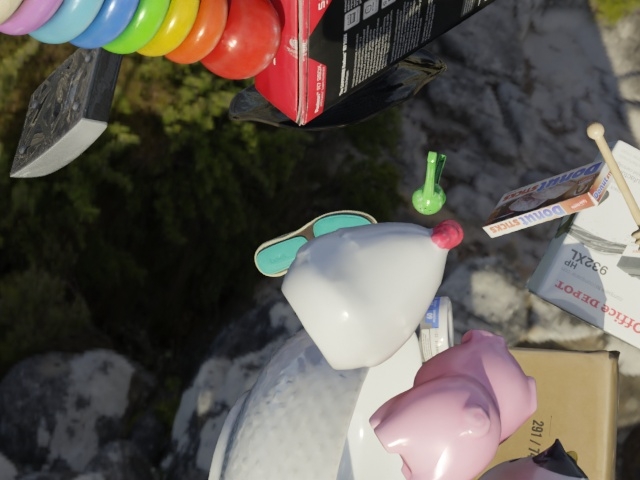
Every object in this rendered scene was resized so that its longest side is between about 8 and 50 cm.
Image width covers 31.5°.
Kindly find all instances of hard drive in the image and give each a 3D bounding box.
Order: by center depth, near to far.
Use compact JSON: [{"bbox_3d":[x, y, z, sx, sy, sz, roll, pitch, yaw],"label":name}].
[{"bbox_3d":[-0.379,-0.194,1.700,0.054,0.255,0.172,24,61,-30],"label":"hard drive"}]

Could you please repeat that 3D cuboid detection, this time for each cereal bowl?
[{"bbox_3d":[-0.011,0.228,1.044,0.141,0.339,0.339,7,44,17],"label":"cereal bowl"}]

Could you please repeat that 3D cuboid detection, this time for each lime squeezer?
[{"bbox_3d":[0.196,-0.103,2.049,0.059,0.109,0.310,-4,3,10],"label":"lime squeezer"}]

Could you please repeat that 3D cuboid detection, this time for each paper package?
[{"bbox_3d":[0.310,0.327,1.801,0.310,0.168,0.324,2,84,18],"label":"paper package"}]

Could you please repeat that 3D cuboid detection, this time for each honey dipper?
[{"bbox_3d":[0.322,-0.052,1.193,0.030,0.030,0.160,-24,89,-33],"label":"honey dipper"}]

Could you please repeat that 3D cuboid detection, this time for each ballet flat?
[{"bbox_3d":[0.000,0.000,1.991,0.248,0.086,0.086,-15,41,25],"label":"ballet flat"}]

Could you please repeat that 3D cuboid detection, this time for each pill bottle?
[{"bbox_3d":[0.085,0.105,1.339,0.137,0.078,0.078,-2,46,12],"label":"pill bottle"}]

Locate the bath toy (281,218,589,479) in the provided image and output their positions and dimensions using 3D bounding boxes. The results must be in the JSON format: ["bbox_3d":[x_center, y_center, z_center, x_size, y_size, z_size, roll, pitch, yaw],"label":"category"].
[{"bbox_3d":[0.110,0.129,0.778,0.129,0.151,0.348,-34,93,-2],"label":"bath toy"}]

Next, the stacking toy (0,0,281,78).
[{"bbox_3d":[-0.163,-0.220,1.015,0.330,0.141,0.141,10,41,-44],"label":"stacking toy"}]

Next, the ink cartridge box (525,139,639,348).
[{"bbox_3d":[0.539,0.009,2.007,0.223,0.307,0.129,28,3,1],"label":"ink cartridge box"}]

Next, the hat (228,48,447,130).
[{"bbox_3d":[0.013,-0.274,1.630,0.331,0.133,0.331,-12,24,5],"label":"hat"}]

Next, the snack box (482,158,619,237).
[{"bbox_3d":[0.267,-0.048,1.327,0.022,0.178,0.064,47,58,-15],"label":"snack box"}]

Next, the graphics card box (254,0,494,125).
[{"bbox_3d":[0.085,-0.313,1.247,0.371,0.232,0.094,-35,59,-26],"label":"graphics card box"}]
